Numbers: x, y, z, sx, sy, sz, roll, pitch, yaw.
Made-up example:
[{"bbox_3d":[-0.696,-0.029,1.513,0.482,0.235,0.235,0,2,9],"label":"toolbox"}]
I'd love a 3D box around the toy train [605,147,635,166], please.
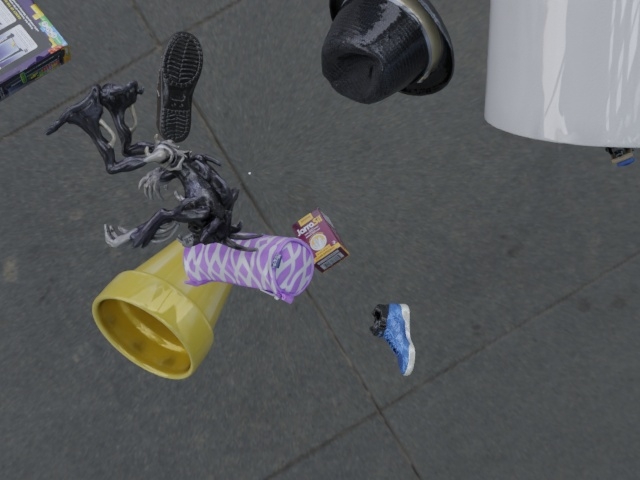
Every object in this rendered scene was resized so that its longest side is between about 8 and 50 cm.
[{"bbox_3d":[0.353,-0.121,0.946,0.027,0.158,0.036,-21,106,28],"label":"toy train"}]

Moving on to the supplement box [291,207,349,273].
[{"bbox_3d":[0.000,0.000,1.255,0.055,0.043,0.083,-36,58,8],"label":"supplement box"}]

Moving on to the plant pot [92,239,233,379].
[{"bbox_3d":[-0.313,0.126,1.716,0.254,0.254,0.239,39,54,-7],"label":"plant pot"}]

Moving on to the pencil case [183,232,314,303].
[{"bbox_3d":[-0.102,0.033,1.113,0.086,0.206,0.088,17,83,-46],"label":"pencil case"}]

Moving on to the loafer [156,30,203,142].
[{"bbox_3d":[-0.286,-0.296,1.555,0.080,0.078,0.219,12,84,-28],"label":"loafer"}]

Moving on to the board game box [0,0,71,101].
[{"bbox_3d":[-0.444,-0.280,1.076,0.141,0.048,0.170,-37,86,-18],"label":"board game box"}]

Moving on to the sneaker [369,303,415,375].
[{"bbox_3d":[0.140,0.198,1.620,0.085,0.058,0.152,4,66,-15],"label":"sneaker"}]

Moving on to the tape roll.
[{"bbox_3d":[0.291,-0.202,0.802,0.246,0.246,0.169,-3,111,-5],"label":"tape roll"}]

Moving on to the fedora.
[{"bbox_3d":[0.096,-0.365,1.553,0.334,0.334,0.152,47,72,-7],"label":"fedora"}]

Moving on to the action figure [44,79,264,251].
[{"bbox_3d":[-0.202,-0.069,1.007,0.141,0.164,0.275,-36,105,26],"label":"action figure"}]
